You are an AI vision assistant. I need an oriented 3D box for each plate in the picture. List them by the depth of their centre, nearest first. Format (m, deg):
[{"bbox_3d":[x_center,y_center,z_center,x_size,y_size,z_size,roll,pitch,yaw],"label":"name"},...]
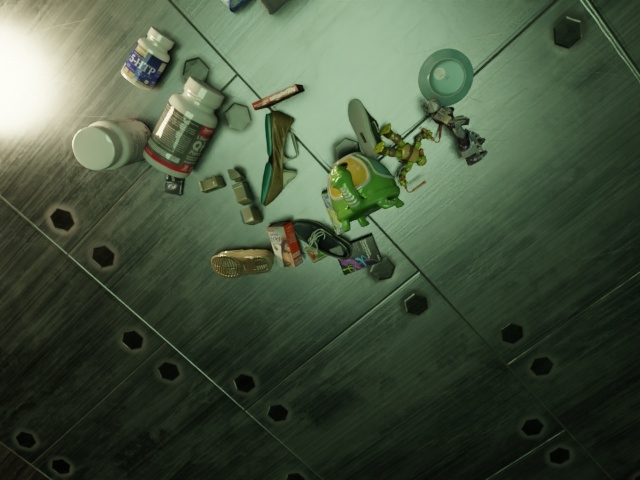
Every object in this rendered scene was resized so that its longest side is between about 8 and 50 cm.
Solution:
[{"bbox_3d":[0.431,-0.556,1.553,0.188,0.024,0.188,1,109,2],"label":"plate"}]

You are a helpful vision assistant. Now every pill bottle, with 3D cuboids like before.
[{"bbox_3d":[-0.578,-0.614,1.532,0.112,0.112,0.187,35,106,-9],"label":"pill bottle"},{"bbox_3d":[-0.698,-0.327,1.539,0.160,0.283,0.161,1,108,2],"label":"pill bottle"},{"bbox_3d":[-0.464,-0.390,1.565,0.176,0.176,0.319,32,107,-8],"label":"pill bottle"}]

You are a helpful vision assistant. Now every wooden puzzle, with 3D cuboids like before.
[{"bbox_3d":[-0.016,0.046,1.772,0.116,0.014,0.079,-35,103,13],"label":"wooden puzzle"}]

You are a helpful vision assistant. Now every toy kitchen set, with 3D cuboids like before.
[{"bbox_3d":[-0.335,-0.143,1.691,0.166,0.122,0.207,-18,86,9],"label":"toy kitchen set"}]

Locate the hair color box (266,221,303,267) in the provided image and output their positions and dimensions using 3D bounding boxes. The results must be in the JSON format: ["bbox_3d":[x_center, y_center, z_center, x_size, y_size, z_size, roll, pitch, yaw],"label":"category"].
[{"bbox_3d":[-0.135,0.017,1.726,0.093,0.053,0.167,-2,113,40],"label":"hair color box"}]

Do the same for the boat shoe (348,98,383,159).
[{"bbox_3d":[0.164,-0.396,1.595,0.070,0.077,0.219,-36,114,-29],"label":"boat shoe"}]

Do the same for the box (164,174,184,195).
[{"bbox_3d":[-0.549,-0.216,1.707,0.067,0.018,0.083,14,108,-2],"label":"box"}]

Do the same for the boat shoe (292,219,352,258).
[{"bbox_3d":[0.000,0.000,1.707,0.254,0.079,0.095,32,105,4],"label":"boat shoe"}]

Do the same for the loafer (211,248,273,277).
[{"bbox_3d":[-0.296,0.086,1.760,0.268,0.092,0.102,0,107,19],"label":"loafer"}]

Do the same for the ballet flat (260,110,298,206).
[{"bbox_3d":[-0.144,-0.287,1.634,0.124,0.116,0.343,0,105,-18],"label":"ballet flat"}]

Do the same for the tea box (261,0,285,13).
[{"bbox_3d":[-0.112,-0.876,1.312,0.323,0.329,0.220,-36,103,13],"label":"tea box"}]

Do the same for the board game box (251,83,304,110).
[{"bbox_3d":[-0.129,-0.466,1.470,0.145,0.281,0.027,-22,106,10],"label":"board game box"}]

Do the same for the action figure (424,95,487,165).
[{"bbox_3d":[0.452,-0.389,1.532,0.099,0.185,0.285,-39,119,23],"label":"action figure"}]

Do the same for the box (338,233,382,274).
[{"bbox_3d":[0.146,0.055,1.760,0.162,0.029,0.116,-22,105,9],"label":"box"}]

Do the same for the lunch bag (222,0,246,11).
[{"bbox_3d":[-0.298,-0.814,1.434,0.096,0.151,0.129,-34,103,13],"label":"lunch bag"}]

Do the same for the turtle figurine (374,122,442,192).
[{"bbox_3d":[0.304,-0.324,1.597,0.217,0.087,0.270,24,95,-23],"label":"turtle figurine"}]

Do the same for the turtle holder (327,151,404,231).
[{"bbox_3d":[0.118,-0.171,1.551,0.243,0.320,0.228,-33,80,50],"label":"turtle holder"}]

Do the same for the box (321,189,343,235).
[{"bbox_3d":[0.058,-0.110,1.697,0.059,0.054,0.169,-19,105,8],"label":"box"}]
